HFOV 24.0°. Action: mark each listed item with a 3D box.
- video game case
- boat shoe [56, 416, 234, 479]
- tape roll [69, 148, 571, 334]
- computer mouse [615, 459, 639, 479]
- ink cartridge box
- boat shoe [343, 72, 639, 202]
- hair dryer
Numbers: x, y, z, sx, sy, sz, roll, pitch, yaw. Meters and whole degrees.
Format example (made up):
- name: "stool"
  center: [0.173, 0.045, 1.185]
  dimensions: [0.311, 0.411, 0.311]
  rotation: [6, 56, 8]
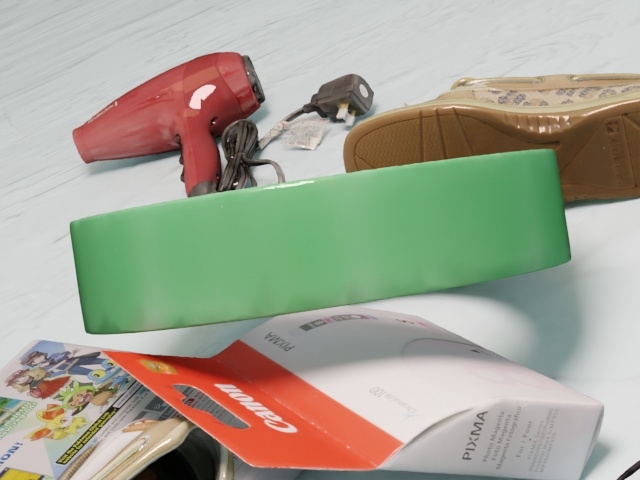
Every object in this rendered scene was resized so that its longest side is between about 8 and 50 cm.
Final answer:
- name: "video game case"
  center: [-0.186, 0.186, 0.981]
  dimensions: [0.300, 0.036, 0.329]
  rotation: [4, 37, 38]
- name: "boat shoe"
  center: [-0.132, 0.206, 0.756]
  dimensions: [0.103, 0.113, 0.302]
  rotation: [-39, 21, 44]
- name: "tape roll"
  center: [0.000, 0.000, 0.994]
  dimensions: [0.321, 0.077, 0.321]
  rotation: [-9, 0, 0]
- name: "computer mouse"
  center: [0.162, 0.183, 0.703]
  dimensions: [0.188, 0.072, 0.272]
  rotation: [-22, 8, 3]
- name: "ink cartridge box"
  center: [0.018, 0.081, 0.881]
  dimensions: [0.232, 0.066, 0.189]
  rotation: [14, 6, -36]
- name: "boat shoe"
  center: [0.161, -0.076, 1.165]
  dimensions: [0.285, 0.105, 0.089]
  rotation: [-2, 27, 12]
- name: "hair dryer"
  center: [-0.117, -0.103, 1.408]
  dimensions: [0.293, 0.080, 0.223]
  rotation: [3, 36, 38]
